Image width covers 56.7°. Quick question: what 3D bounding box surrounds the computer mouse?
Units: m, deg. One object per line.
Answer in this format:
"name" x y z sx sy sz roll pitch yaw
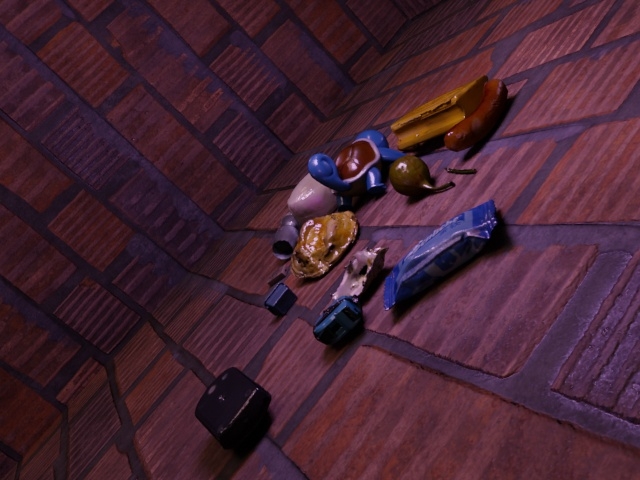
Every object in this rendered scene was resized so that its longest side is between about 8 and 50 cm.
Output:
"computer mouse" -0.218 0.431 1.517 0.170 0.100 0.269 -52 23 -13

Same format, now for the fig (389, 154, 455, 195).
"fig" 0.303 -0.175 1.737 0.124 0.124 0.236 -49 41 -11

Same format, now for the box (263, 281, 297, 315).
"box" -0.124 0.191 1.901 0.099 0.074 0.054 -51 29 -17

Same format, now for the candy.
"candy" 0.266 0.031 1.359 0.331 0.077 0.187 -38 12 22

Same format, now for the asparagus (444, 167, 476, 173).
"asparagus" 0.393 -0.197 1.680 0.163 0.016 0.016 -155 83 -72

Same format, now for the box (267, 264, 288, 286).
"box" -0.157 0.129 2.190 0.083 0.024 0.053 -34 20 28

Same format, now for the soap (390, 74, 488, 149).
"soap" 0.399 -0.417 1.951 0.204 0.096 0.324 -39 14 -31

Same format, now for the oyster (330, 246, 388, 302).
"oyster" 0.104 0.107 1.582 0.133 0.072 0.209 8 75 62

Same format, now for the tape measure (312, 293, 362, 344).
"tape measure" 0.046 0.197 1.477 0.146 0.081 0.125 -44 7 12

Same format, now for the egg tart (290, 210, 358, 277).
"egg tart" 0.000 0.000 1.969 0.297 0.132 0.297 -38 25 21

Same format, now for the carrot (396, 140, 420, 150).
"carrot" 0.322 -0.342 2.127 0.048 0.048 0.139 -47 20 -6

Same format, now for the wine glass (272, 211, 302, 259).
"wine glass" -0.127 -0.017 2.331 0.103 0.103 0.222 -37 19 25

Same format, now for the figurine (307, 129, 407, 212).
"figurine" 0.129 -0.242 2.123 0.416 0.243 0.298 -34 -6 -46

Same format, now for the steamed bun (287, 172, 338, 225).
"steamed bun" -0.004 -0.165 2.291 0.152 0.170 0.239 11 56 47

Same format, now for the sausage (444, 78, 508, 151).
"sausage" 0.471 -0.366 1.747 0.103 0.076 0.302 23 61 30
